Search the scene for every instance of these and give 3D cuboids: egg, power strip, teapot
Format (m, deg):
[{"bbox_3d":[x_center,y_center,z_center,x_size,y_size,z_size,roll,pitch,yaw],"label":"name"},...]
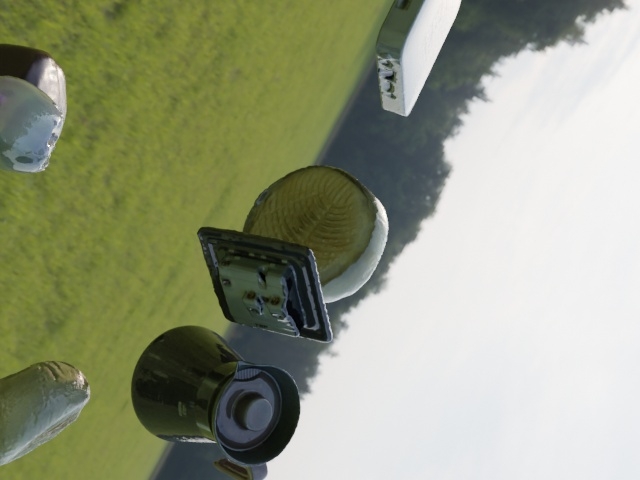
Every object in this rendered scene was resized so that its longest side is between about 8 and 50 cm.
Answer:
[{"bbox_3d":[-0.622,-0.233,1.748,0.183,0.217,0.183,-159,-90,-78],"label":"egg"},{"bbox_3d":[-0.116,0.103,1.734,0.092,0.256,0.251,-61,148,-35],"label":"power strip"},{"bbox_3d":[-0.214,0.341,1.830,0.253,0.300,0.344,-21,-163,-32],"label":"teapot"}]

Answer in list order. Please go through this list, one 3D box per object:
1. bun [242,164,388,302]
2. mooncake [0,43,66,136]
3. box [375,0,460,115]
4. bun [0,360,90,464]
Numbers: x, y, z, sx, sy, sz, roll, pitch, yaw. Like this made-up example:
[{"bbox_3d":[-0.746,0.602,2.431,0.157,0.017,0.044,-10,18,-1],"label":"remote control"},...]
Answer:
[{"bbox_3d":[-0.002,0.003,2.160,0.364,0.364,0.202,-62,145,-18],"label":"bun"},{"bbox_3d":[-0.758,-0.335,2.255,0.334,0.174,0.326,-85,-174,-53],"label":"mooncake"},{"bbox_3d":[0.233,-0.519,2.111,0.373,0.090,0.367,-63,165,-13],"label":"box"},{"bbox_3d":[-0.572,0.324,1.727,0.243,0.153,0.244,-38,170,-8],"label":"bun"}]
